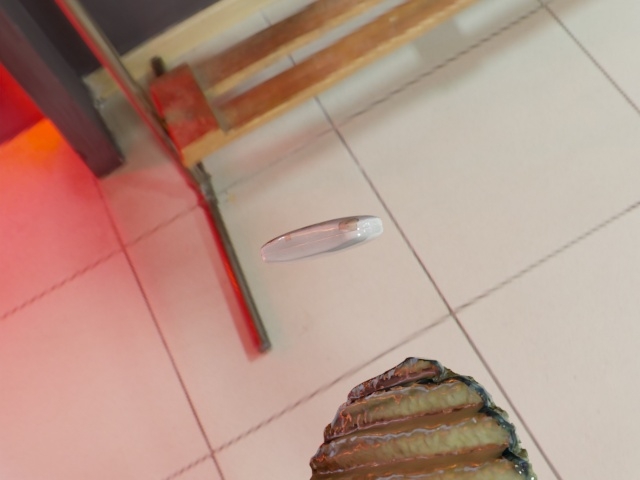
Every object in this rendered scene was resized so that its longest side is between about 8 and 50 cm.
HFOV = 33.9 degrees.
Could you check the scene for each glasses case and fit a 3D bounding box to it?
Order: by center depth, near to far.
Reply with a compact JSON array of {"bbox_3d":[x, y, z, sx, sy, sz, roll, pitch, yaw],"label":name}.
[{"bbox_3d":[0.000,0.000,1.225,0.164,0.063,0.041,-16,88,39],"label":"glasses case"}]

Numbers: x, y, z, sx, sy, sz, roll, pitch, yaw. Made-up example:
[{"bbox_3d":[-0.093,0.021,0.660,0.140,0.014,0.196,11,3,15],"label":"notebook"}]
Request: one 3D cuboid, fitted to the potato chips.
[{"bbox_3d":[0.109,0.316,1.298,0.429,0.070,0.358,-20,57,49],"label":"potato chips"}]
